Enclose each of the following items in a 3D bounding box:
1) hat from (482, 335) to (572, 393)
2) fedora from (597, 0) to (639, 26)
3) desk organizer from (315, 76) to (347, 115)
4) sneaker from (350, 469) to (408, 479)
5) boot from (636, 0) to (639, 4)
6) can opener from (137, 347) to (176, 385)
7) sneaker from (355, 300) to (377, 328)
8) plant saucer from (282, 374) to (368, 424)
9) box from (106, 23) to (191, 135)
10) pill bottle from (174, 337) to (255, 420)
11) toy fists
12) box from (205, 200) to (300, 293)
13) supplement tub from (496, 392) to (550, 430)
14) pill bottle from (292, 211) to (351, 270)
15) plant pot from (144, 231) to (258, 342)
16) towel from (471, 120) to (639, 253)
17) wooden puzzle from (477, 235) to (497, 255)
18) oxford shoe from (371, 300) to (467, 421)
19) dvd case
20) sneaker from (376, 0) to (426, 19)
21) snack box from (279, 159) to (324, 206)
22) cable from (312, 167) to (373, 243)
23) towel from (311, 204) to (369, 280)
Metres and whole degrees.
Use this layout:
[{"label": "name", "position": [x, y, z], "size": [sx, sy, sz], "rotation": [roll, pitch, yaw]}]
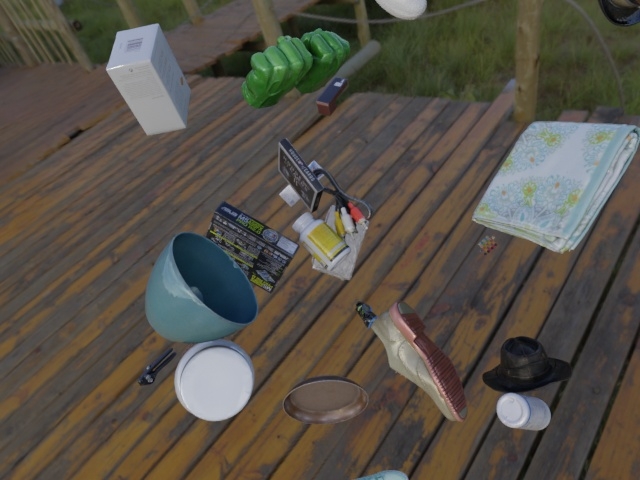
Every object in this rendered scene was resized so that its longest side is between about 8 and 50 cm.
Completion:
[{"label": "hat", "position": [0.713, 0.419, 1.688], "size": [0.331, 0.133, 0.331], "rotation": [-17, 0, 0]}, {"label": "fedora", "position": [0.742, -0.615, 1.001], "size": [0.334, 0.334, 0.152], "rotation": [-34, 36, -17]}, {"label": "desk organizer", "position": [0.039, -0.459, 1.512], "size": [0.047, 0.050, 0.130], "rotation": [20, 60, 24]}, {"label": "sneaker", "position": [0.161, 0.787, 1.481], "size": [0.256, 0.151, 0.094], "rotation": [-12, 68, -4]}, {"label": "boot", "position": [0.520, -0.385, 0.702], "size": [0.087, 0.118, 0.042], "rotation": [-51, 21, 14]}, {"label": "can opener", "position": [-0.664, 0.510, 1.923], "size": [0.073, 0.059, 0.186], "rotation": [13, 53, 46]}, {"label": "sneaker", "position": [0.183, 0.305, 1.967], "size": [0.067, 0.078, 0.188], "rotation": [-54, 14, 7]}, {"label": "plant saucer", "position": [0.018, 0.575, 1.728], "size": [0.311, 0.310, 0.050], "rotation": [-12, 42, 8]}, {"label": "box", "position": [-0.347, -0.328, 0.981], "size": [0.091, 0.170, 0.130], "rotation": [-10, 53, 5]}, {"label": "pill bottle", "position": [-0.317, 0.401, 1.411], "size": [0.224, 0.224, 0.392], "rotation": [-35, 1, -18]}, {"label": "toy fists", "position": [-0.046, -0.383, 1.030], "size": [0.279, 0.096, 0.142], "rotation": [-31, 2, -38]}, {"label": "box", "position": [-0.224, 0.027, 1.471], "size": [0.270, 0.216, 0.060], "rotation": [30, 46, -2]}, {"label": "supplement tub", "position": [0.432, 0.365, 1.010], "size": [0.071, 0.107, 0.071], "rotation": [-26, 54, 42]}, {"label": "pill bottle", "position": [0.000, 0.000, 1.486], "size": [0.103, 0.103, 0.184], "rotation": [-40, 80, -22]}, {"label": "plant pot", "position": [-0.331, 0.150, 1.221], "size": [0.195, 0.290, 0.290], "rotation": [-40, 39, 14]}, {"label": "towel", "position": [0.630, -0.166, 1.311], "size": [0.374, 0.090, 0.320], "rotation": [-57, 33, -2]}, {"label": "wooden puzzle", "position": [0.597, 0.016, 1.698], "size": [0.083, 0.006, 0.049], "rotation": [-39, 69, -14]}, {"label": "oxford shoe", "position": [0.307, 0.387, 1.478], "size": [0.146, 0.140, 0.397], "rotation": [-41, 69, 28]}, {"label": "dvd case", "position": [-0.062, -0.183, 1.397], "size": [0.030, 0.238, 0.179], "rotation": [-36, 85, -10]}, {"label": "sneaker", "position": [0.115, -0.472, 0.789], "size": [0.080, 0.212, 0.094], "rotation": [-41, 13, -12]}, {"label": "snack box", "position": [-0.063, -0.203, 1.698], "size": [0.178, 0.064, 0.022], "rotation": [-43, 4, 14]}, {"label": "cable", "position": [0.066, -0.134, 1.541], "size": [0.139, 0.072, 0.287], "rotation": [-35, 75, 22]}, {"label": "towel", "position": [0.082, 0.014, 1.985], "size": [0.282, 0.187, 0.049], "rotation": [-70, 16, -7]}]
